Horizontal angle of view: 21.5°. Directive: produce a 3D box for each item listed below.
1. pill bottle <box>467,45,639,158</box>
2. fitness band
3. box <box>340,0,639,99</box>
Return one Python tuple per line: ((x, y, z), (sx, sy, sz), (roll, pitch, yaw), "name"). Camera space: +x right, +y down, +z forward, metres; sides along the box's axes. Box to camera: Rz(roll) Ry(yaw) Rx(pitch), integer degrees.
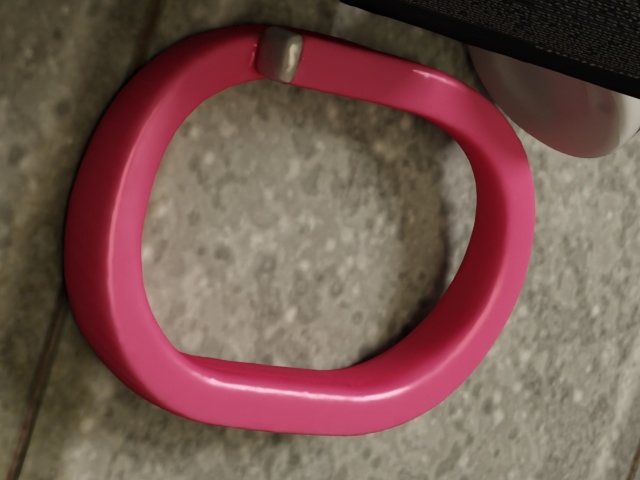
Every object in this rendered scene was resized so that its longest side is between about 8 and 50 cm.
((0.190, -0.151, 0.953), (0.208, 0.119, 0.119), (-40, 128, -23), "pill bottle")
((0.000, 0.000, 0.887), (0.290, 0.054, 0.209), (11, 98, -42), "fitness band")
((0.103, -0.233, 0.668), (0.395, 0.212, 0.294), (10, 100, -76), "box")
